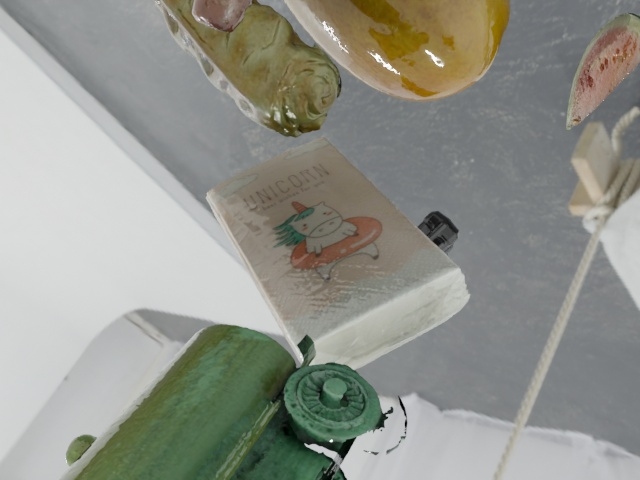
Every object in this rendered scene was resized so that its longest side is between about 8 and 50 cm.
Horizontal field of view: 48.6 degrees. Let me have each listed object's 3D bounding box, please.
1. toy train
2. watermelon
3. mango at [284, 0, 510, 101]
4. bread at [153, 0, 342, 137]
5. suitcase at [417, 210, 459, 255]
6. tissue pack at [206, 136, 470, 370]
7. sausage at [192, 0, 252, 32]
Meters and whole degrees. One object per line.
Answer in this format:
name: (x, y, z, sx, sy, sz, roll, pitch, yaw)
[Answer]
toy train: (-0.072, 0.156, 0.444, 0.190, 0.307, 0.126, 30, 126, 8)
watermelon: (0.425, -0.253, 1.044, 0.063, 0.119, 0.245, 24, 160, -3)
mango: (0.072, -0.341, 0.945, 0.378, 0.221, 0.264, 37, 177, 2)
bread: (-0.085, -0.198, 0.735, 0.232, 0.088, 0.128, 42, 152, 13)
suitcase: (0.113, 0.083, 1.237, 0.066, 0.285, 0.206, 46, 167, 12)
tissue pack: (0.000, 0.000, 0.752, 0.325, 0.170, 0.071, 53, 167, 52)
sausage: (-0.042, -0.232, 0.474, 0.043, 0.186, 0.043, 19, -162, -7)
